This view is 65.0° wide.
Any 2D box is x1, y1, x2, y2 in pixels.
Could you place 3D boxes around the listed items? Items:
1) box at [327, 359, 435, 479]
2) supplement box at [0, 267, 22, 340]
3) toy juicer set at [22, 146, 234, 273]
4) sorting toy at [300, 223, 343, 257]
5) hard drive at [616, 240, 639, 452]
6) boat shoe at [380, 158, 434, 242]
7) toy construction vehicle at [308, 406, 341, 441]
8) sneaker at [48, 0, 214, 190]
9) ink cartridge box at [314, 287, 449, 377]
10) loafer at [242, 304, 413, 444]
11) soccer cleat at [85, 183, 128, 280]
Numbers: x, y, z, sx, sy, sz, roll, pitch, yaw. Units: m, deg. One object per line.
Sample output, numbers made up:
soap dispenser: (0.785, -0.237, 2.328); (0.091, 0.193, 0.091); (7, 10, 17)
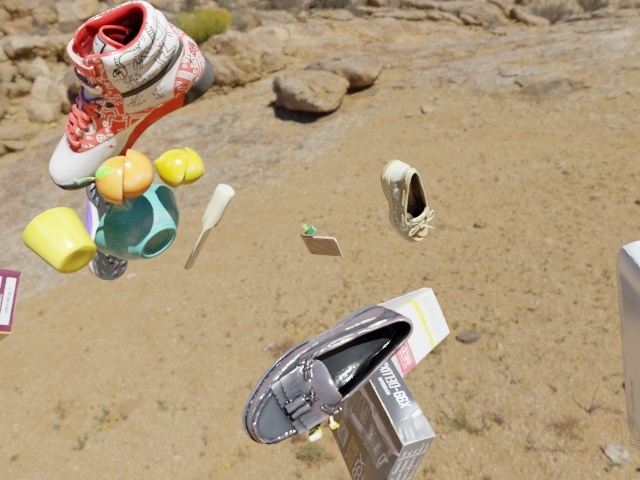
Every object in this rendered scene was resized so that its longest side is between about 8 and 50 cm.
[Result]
box: (0.117, 0.409, 1.097); (0.077, 0.307, 0.242); (-7, 42, -22)
supplement box: (-0.563, 0.114, 0.830); (0.188, 0.081, 0.104); (-23, 61, 47)
toy juicer set: (-0.240, -0.052, 0.733); (0.209, 0.089, 0.329); (-50, -16, 10)
sorting toy: (0.000, 0.000, 0.775); (0.062, 0.083, 0.012); (8, 62, 20)
hard drive: (0.271, 0.184, 0.294); (0.047, 0.233, 0.353); (-13, 28, 15)
boat shoe: (0.241, -0.088, 1.347); (0.104, 0.285, 0.089); (-47, 45, -16)
toy construction vehicle: (-0.003, 0.347, 1.014); (0.086, 0.035, 0.098); (-27, 33, 15)
sneaker: (-0.275, -0.177, 0.621); (0.270, 0.145, 0.090); (-34, 67, 8)
ink cartridge box: (0.173, 0.287, 1.465); (0.279, 0.160, 0.385); (-25, -5, 33)
loafer: (0.017, 0.196, 0.765); (0.302, 0.109, 0.095); (-34, 10, -26)
soccer cleat: (-0.511, -0.068, 1.186); (0.109, 0.318, 0.116); (0, 4, -43)
